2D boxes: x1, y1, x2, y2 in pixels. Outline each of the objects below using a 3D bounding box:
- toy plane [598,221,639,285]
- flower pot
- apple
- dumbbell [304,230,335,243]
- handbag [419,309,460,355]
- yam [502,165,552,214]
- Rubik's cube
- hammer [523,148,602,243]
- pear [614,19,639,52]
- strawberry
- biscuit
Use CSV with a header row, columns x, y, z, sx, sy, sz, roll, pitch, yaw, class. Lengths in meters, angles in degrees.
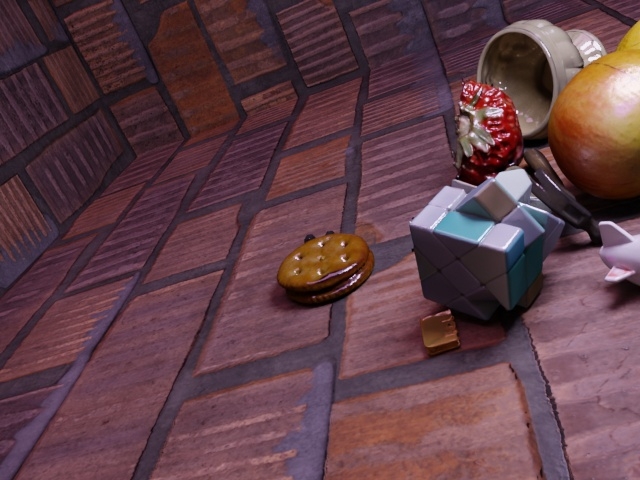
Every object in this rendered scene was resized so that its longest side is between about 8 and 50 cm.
x,y,z,sx,sy,sz,roll,pitch,yaw,class
0.551,0.023,0.956,0.252,0.118,0.252,-18,27,10,toy plane
0.582,-0.423,1.654,0.244,0.307,0.307,-17,19,-27,flower pot
0.580,-0.225,1.226,0.286,0.286,0.233,-30,51,-14,apple
0.000,0.000,1.590,0.083,0.035,0.040,-10,30,28,dumbbell
0.206,0.159,1.093,0.061,0.027,0.083,-19,26,10,handbag
0.428,-0.094,1.354,0.078,0.078,0.179,-19,28,10,yam
0.283,-0.011,1.094,0.225,0.265,0.213,21,51,37,Rubik's cube
0.482,-0.124,1.335,0.044,0.168,0.440,-50,6,21,hammer
0.783,-0.379,1.383,0.281,0.280,0.280,-20,24,9,pear
0.417,-0.233,1.529,0.150,0.280,0.253,3,70,27,strawberry
0.012,0.059,1.423,0.221,0.066,0.220,-19,25,10,biscuit
